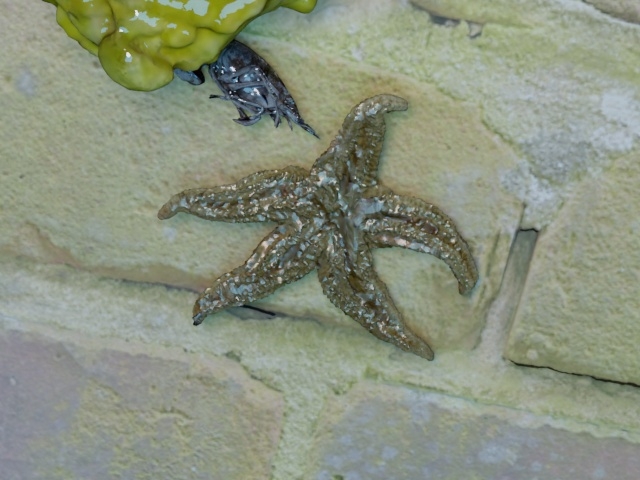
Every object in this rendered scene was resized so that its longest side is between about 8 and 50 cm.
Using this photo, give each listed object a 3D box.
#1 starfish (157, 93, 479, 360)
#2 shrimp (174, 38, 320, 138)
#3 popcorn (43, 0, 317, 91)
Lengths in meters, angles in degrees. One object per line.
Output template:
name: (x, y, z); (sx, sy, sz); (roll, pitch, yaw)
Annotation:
starfish: (-0.001, -0.002, 1.664); (0.302, 0.060, 0.299); (-8, 119, 0)
shrimp: (-0.069, -0.141, 1.613); (0.165, 0.056, 0.065); (40, 92, -3)
popcorn: (-0.131, -0.268, 1.476); (0.250, 0.235, 0.242); (-37, 82, -4)
